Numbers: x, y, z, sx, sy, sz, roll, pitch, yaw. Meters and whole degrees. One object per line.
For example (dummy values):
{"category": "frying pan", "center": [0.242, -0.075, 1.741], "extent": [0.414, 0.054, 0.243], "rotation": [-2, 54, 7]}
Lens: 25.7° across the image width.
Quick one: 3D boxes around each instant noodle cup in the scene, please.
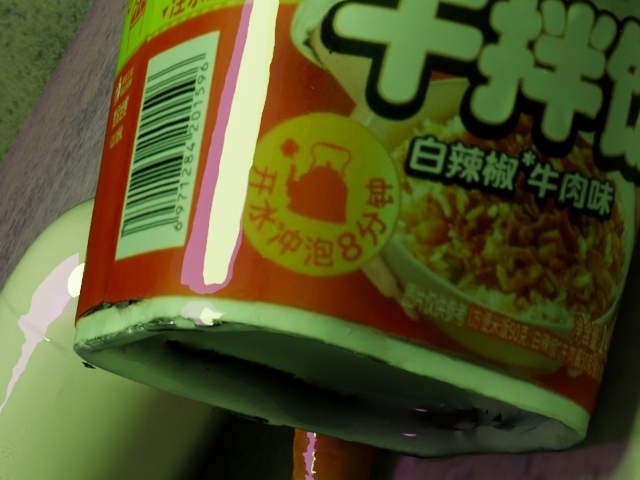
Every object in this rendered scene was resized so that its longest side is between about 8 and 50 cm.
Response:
{"category": "instant noodle cup", "center": [0.028, -0.075, 0.630], "extent": [0.294, 0.294, 0.308], "rotation": [-20, 54, 63]}

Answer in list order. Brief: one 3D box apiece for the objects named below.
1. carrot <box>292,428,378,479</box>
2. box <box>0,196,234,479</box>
{"category": "carrot", "center": [0.007, 0.109, 0.731], "extent": [0.061, 0.061, 0.257], "rotation": [-24, 48, 61]}
{"category": "box", "center": [-0.149, 0.128, 0.875], "extent": [0.349, 0.141, 0.288], "rotation": [-61, -7, 6]}
